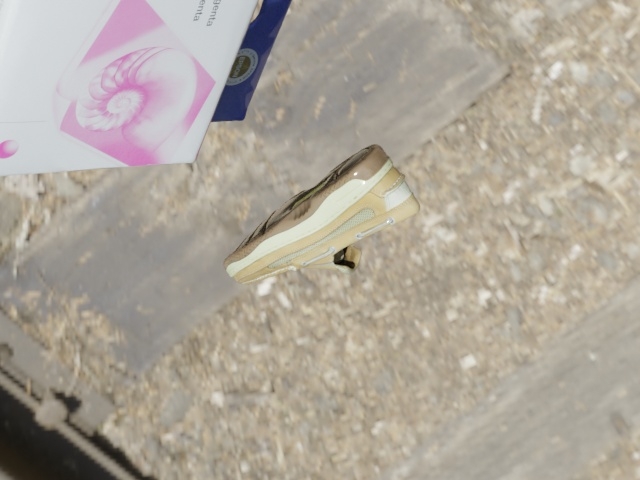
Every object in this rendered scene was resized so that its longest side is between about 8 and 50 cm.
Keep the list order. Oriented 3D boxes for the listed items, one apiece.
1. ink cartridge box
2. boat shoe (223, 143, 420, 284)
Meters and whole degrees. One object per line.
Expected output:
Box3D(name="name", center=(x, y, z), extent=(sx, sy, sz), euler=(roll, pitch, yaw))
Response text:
Box3D(name="ink cartridge box", center=(-0.131, -0.202, 1.241), extent=(0.330, 0.071, 0.324), euler=(-7, 136, -38))
Box3D(name="boat shoe", center=(0.000, 0.000, 1.118), extent=(0.072, 0.068, 0.190), euler=(48, 137, -11))
